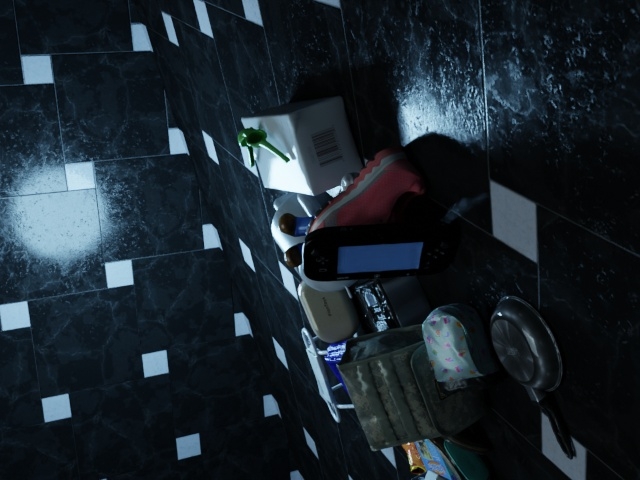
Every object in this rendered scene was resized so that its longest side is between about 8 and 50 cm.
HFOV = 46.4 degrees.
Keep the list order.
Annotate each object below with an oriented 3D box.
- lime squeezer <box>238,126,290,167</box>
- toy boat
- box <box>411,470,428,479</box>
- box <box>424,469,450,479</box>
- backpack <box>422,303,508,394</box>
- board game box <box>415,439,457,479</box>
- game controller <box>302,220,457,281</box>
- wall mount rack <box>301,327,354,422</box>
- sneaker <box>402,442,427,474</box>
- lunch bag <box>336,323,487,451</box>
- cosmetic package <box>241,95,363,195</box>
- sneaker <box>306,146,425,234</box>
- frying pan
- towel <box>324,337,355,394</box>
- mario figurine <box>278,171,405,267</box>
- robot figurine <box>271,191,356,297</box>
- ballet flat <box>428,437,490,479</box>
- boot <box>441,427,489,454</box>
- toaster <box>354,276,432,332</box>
[{"bbox_3d":[-0.166,-0.240,1.932,0.310,0.059,0.109,8,117,67],"label":"lime squeezer"},{"bbox_3d":[0.034,0.199,2.296,0.151,0.151,0.231,-34,-77,-78],"label":"toy boat"},{"bbox_3d":[0.342,0.791,2.011,0.216,0.060,0.270,59,-173,-27],"label":"box"},{"bbox_3d":[0.323,0.661,1.820,0.171,0.130,0.091,28,168,-1],"label":"box"},{"bbox_3d":[0.288,0.220,1.543,0.152,0.115,0.181,-17,85,32],"label":"backpack"},{"bbox_3d":[0.305,0.548,2.051,0.210,0.047,0.160,67,161,0],"label":"board game box"},{"bbox_3d":[0.121,0.027,1.562,0.166,0.320,0.067,89,176,-46],"label":"game controller"},{"bbox_3d":[0.065,0.439,2.480,0.349,0.131,0.304,70,165,-10],"label":"wall mount rack"},{"bbox_3d":[0.282,0.644,2.198,0.175,0.068,0.064,42,151,54],"label":"sneaker"},{"bbox_3d":[0.217,0.323,1.700,0.169,0.287,0.235,-58,-51,-69],"label":"lunch bag"},{"bbox_3d":[-0.056,-0.248,1.949,0.385,0.156,0.217,23,133,66],"label":"cosmetic package"},{"bbox_3d":[0.094,-0.052,1.590,0.136,0.314,0.116,47,-168,22],"label":"sneaker"},{"bbox_3d":[0.401,0.260,1.464,0.197,0.053,0.326,35,141,60],"label":"frying pan"},{"bbox_3d":[0.142,0.383,2.129,0.227,0.076,0.308,61,148,-3],"label":"towel"},{"bbox_3d":[0.043,-0.031,1.737,0.321,0.170,0.198,-14,121,29],"label":"mario figurine"},{"bbox_3d":[0.000,0.000,1.996,0.353,0.200,0.299,52,167,43],"label":"robot figurine"},{"bbox_3d":[0.311,0.489,1.890,0.316,0.108,0.106,61,171,20],"label":"ballet flat"},{"bbox_3d":[0.331,0.417,1.799,0.198,0.137,0.077,24,180,10],"label":"boot"},{"bbox_3d":[0.181,0.157,1.836,0.168,0.110,0.186,65,162,3],"label":"toaster"}]
